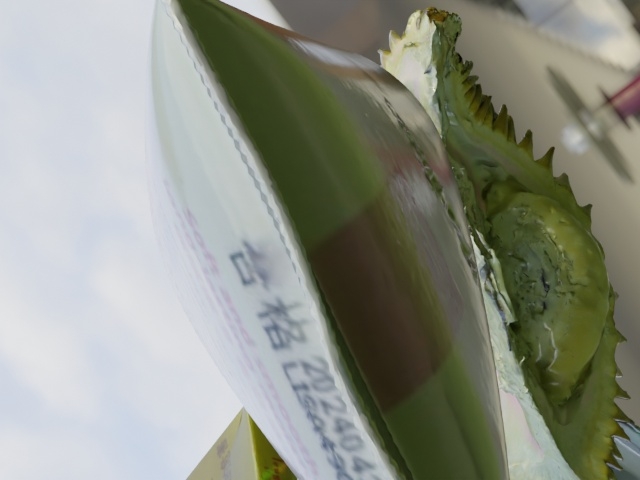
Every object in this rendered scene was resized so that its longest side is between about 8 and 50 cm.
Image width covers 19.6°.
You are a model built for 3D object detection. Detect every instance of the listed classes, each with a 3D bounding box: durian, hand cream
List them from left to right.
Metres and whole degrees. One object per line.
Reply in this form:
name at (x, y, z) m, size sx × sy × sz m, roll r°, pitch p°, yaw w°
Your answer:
hand cream at (0.000, 0.000, 0.584) m, size 0.358 × 0.118 × 0.185 m, roll -112°, pitch -2°, yaw -82°
durian at (0.078, 0.013, 1.080) m, size 0.166 × 0.172 × 0.306 m, roll -68°, pitch -36°, yaw -72°

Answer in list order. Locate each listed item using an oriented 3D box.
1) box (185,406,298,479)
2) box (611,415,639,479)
box at (-0.101, 0.254, 1.267) m, size 0.041 × 0.279 × 0.153 m, roll 24°, pitch -151°, yaw -25°
box at (0.156, 0.238, 1.284) m, size 0.337 × 0.264 × 0.106 m, roll 34°, pitch -136°, yaw -45°
